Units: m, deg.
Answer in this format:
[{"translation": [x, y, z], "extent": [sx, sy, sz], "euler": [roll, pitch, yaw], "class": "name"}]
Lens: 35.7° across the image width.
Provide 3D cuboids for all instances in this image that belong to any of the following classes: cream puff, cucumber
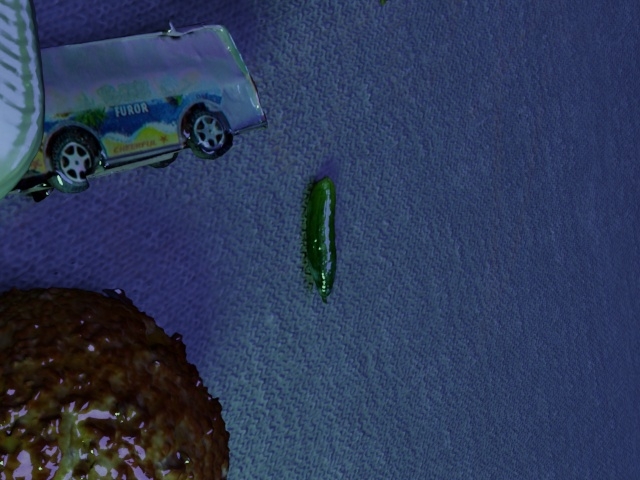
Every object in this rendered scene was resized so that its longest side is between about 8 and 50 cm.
[{"translation": [-0.218, 0.209, 0.851], "extent": [0.350, 0.228, 0.351], "euler": [-9, 102, -44], "class": "cream puff"}, {"translation": [0.000, 0.000, 1.194], "extent": [0.037, 0.037, 0.155], "euler": [-6, 98, -47], "class": "cucumber"}]

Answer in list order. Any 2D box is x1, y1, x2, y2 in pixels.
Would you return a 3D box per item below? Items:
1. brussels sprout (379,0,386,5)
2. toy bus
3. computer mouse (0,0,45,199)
[{"translation": [0.010, -0.415, 0.922], "extent": [0.342, 0.425, 0.361], "euler": [-37, 163, 13], "class": "brussels sprout"}, {"translation": [-0.198, -0.120, 0.912], "extent": [0.317, 0.112, 0.138], "euler": [-22, 102, -45], "class": "toy bus"}, {"translation": [-0.309, -0.173, 0.721], "extent": [0.095, 0.197, 0.331], "euler": [-74, 156, -83], "class": "computer mouse"}]
